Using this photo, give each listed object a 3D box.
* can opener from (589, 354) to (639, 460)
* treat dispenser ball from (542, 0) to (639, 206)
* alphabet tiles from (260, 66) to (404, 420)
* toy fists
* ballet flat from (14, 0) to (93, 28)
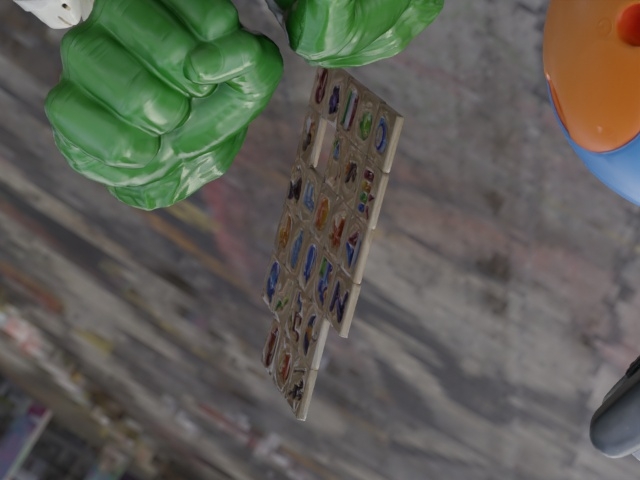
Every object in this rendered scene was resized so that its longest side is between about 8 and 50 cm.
[{"bbox_3d":[0.272,0.032,1.057,0.074,0.280,0.093,42,-169,3],"label":"can opener"},{"bbox_3d":[0.324,-0.156,1.486,0.288,0.288,0.288,30,168,7],"label":"treat dispenser ball"},{"bbox_3d":[0.000,0.000,1.324,0.009,0.237,0.198,9,-165,-18],"label":"alphabet tiles"},{"bbox_3d":[-0.036,-0.129,1.069,0.096,0.279,0.142,50,171,31],"label":"toy fists"},{"bbox_3d":[-0.204,-0.210,1.543,0.072,0.068,0.213,4,-169,33],"label":"ballet flat"}]
